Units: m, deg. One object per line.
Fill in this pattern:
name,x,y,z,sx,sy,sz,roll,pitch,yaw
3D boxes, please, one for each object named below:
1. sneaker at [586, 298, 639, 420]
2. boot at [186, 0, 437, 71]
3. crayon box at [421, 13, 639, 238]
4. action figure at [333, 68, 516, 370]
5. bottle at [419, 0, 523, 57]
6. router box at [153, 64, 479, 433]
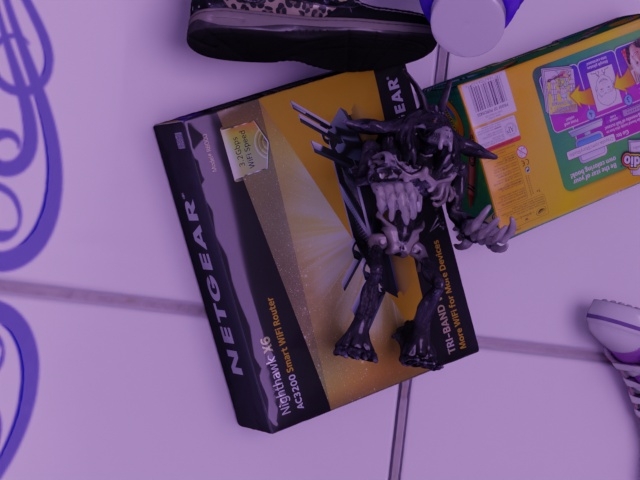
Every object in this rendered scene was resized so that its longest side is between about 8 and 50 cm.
sneaker,0.372,0.185,1.797,0.282,0.102,0.161,35,79,-23
boot,-0.009,-0.255,1.563,0.236,0.085,0.179,2,68,-13
crayon box,0.255,-0.121,1.741,0.278,0.081,0.165,-22,101,-25
action figure,0.095,-0.020,1.539,0.164,0.141,0.276,10,89,-26
bottle,0.142,-0.259,1.584,0.092,0.283,0.118,-36,111,24
router box,0.000,0.000,1.614,0.243,0.081,0.309,-20,100,-25
